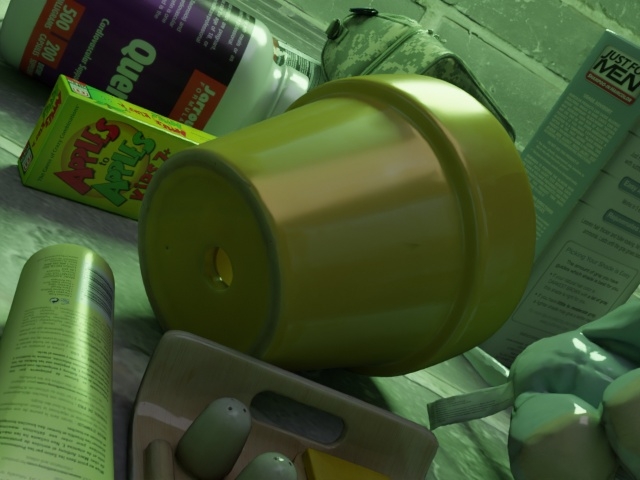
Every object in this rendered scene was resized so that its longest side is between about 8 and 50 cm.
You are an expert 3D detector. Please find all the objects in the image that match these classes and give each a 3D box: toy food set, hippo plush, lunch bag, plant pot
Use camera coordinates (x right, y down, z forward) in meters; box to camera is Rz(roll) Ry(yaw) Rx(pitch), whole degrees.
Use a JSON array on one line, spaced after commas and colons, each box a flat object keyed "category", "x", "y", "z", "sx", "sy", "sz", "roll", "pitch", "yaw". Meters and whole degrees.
[{"category": "toy food set", "x": 0.017, "y": 0.173, "z": 0.464, "sx": 0.219, "sy": 0.092, "sz": 0.306, "roll": 25, "pitch": 20, "yaw": -22}, {"category": "hippo plush", "x": 0.259, "y": 0.191, "z": 0.705, "sx": 0.237, "sy": 0.294, "sz": 0.234, "roll": 57, "pitch": 36, "yaw": -8}, {"category": "lunch bag", "x": 0.150, "y": -0.237, "z": 1.499, "sx": 0.305, "sy": 0.212, "sz": 0.256, "roll": 37, "pitch": 10, "yaw": -43}, {"category": "plant pot", "x": 0.000, "y": 0.000, "z": 0.691, "sx": 0.239, "sy": 0.254, "sz": 0.254, "roll": -14, "pitch": 47, "yaw": -45}]

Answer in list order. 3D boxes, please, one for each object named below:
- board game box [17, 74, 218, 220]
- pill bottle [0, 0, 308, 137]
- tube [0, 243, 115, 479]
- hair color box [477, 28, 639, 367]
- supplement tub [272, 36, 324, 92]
[{"category": "board game box", "x": -0.168, "y": -0.070, "z": 0.798, "sx": 0.181, "sy": 0.092, "sz": 0.043, "roll": 19, "pitch": 23, "yaw": -37}, {"category": "pill bottle", "x": -0.182, "y": -0.211, "z": 1.001, "sx": 0.322, "sy": 0.182, "sz": 0.181, "roll": 27, "pitch": 18, "yaw": -16}, {"category": "tube", "x": -0.149, "y": 0.090, "z": 0.478, "sx": 0.070, "sy": 0.062, "sz": 0.240, "roll": -15, "pitch": 34, "yaw": -2}, {"category": "hair color box", "x": 0.303, "y": -0.026, "z": 1.010, "sx": 0.185, "sy": 0.375, "sz": 0.114, "roll": 19, "pitch": 22, "yaw": -37}, {"category": "supplement tub", "x": -0.040, "y": -0.275, "z": 1.539, "sx": 0.197, "sy": 0.106, "sz": 0.106, "roll": 21, "pitch": 21, "yaw": -34}]
